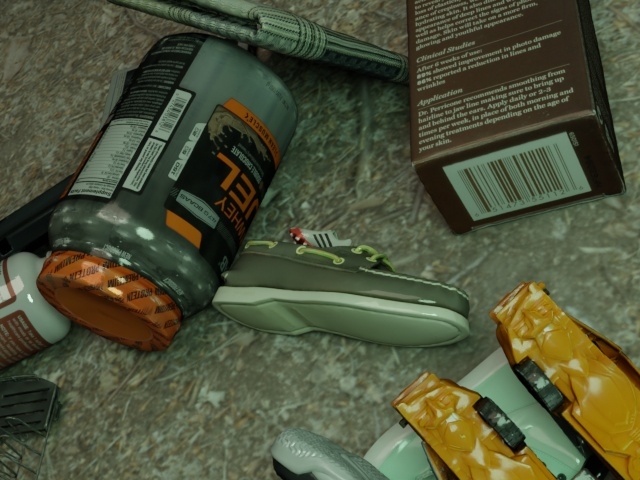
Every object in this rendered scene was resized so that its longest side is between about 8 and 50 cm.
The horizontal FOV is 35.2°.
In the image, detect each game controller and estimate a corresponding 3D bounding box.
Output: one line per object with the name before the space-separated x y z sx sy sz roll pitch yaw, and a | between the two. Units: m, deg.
game controller | -0.373 -0.019 1.339 0.319 0.067 0.166 -31 8 6

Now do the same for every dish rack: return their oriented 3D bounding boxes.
dish rack | -0.406 0.270 1.146 0.208 0.074 0.271 -11 50 23

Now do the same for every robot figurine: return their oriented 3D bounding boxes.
robot figurine | 0.202 0.182 0.752 0.211 0.085 0.291 -41 89 -3

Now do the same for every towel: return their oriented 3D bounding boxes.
towel | -0.060 -0.258 1.211 0.324 0.312 0.056 24 104 42

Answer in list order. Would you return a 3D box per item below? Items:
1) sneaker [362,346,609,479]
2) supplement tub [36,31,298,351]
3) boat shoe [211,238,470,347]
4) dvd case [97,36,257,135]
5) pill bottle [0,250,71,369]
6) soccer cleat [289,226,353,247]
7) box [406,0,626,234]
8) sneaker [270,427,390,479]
sneaker | 0.136 0.207 0.853 0.256 0.094 0.151 -41 48 -2
supplement tub | -0.176 -0.056 1.172 0.207 0.207 0.338 5 59 34
boat shoe | 0.021 0.048 1.039 0.305 0.109 0.091 2 62 37
dvd case | -0.205 -0.200 1.431 0.238 0.029 0.179 -14 50 22
pill bottle | -0.385 0.089 1.236 0.216 0.121 0.121 -26 45 -1
soccer cleat | 0.000 0.000 1.148 0.083 0.029 0.035 24 61 38
box | 0.203 -0.207 1.114 0.191 0.143 0.381 -14 51 22
sneaker | 0.034 0.280 0.792 0.268 0.101 0.153 41 92 8
